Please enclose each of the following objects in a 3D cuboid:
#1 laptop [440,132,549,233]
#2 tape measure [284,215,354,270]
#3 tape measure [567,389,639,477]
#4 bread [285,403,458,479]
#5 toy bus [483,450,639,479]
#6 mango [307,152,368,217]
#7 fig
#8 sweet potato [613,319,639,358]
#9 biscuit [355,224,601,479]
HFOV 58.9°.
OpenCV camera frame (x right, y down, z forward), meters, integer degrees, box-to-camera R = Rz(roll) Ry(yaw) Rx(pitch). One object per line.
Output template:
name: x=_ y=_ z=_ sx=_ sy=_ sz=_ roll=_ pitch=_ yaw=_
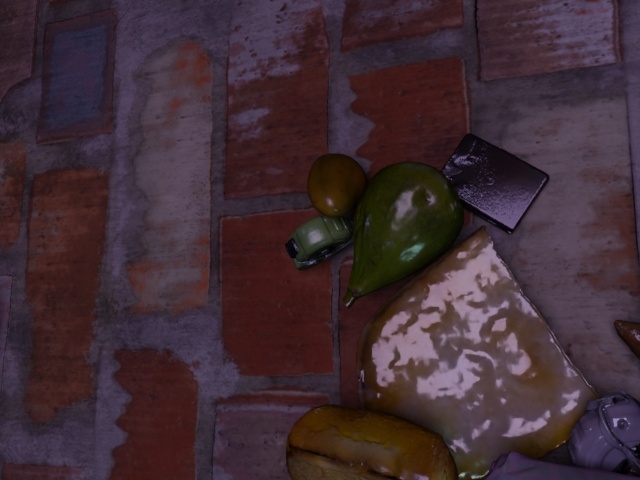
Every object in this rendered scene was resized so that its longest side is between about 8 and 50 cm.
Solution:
laptop: x=0.371 y=-0.128 z=1.246 sx=0.207 sy=0.026 sz=0.153 roll=34 pitch=91 yaw=21
tape measure: x=0.000 y=0.000 z=1.297 sx=0.178 sy=0.154 sz=0.087 roll=-30 pitch=73 yaw=9
tape measure: x=0.555 y=0.382 z=1.017 sx=0.236 sy=0.120 sz=0.197 roll=29 pitch=110 yaw=-2
bread: x=0.115 y=0.471 z=1.102 sx=0.337 sy=0.148 sz=0.327 roll=2 pitch=126 yaw=32
toy bus: x=0.442 y=0.474 z=0.933 sx=0.387 sy=0.162 sz=0.171 roll=6 pitch=120 yaw=11
mango: x=0.039 y=-0.122 z=1.268 sx=0.139 sy=0.253 sz=0.113 roll=23 pitch=117 yaw=-8
fig: x=0.144 y=-0.029 z=1.201 sx=0.314 sy=0.233 sz=0.233 roll=-30 pitch=72 yaw=10
sweet potato: x=0.652 y=0.218 z=1.063 sx=0.218 sy=0.051 sz=0.065 roll=31 pitch=128 yaw=16
biscuit: x=0.294 y=0.270 z=1.153 sx=0.446 sy=0.104 sz=0.429 roll=-40 pitch=80 yaw=9
